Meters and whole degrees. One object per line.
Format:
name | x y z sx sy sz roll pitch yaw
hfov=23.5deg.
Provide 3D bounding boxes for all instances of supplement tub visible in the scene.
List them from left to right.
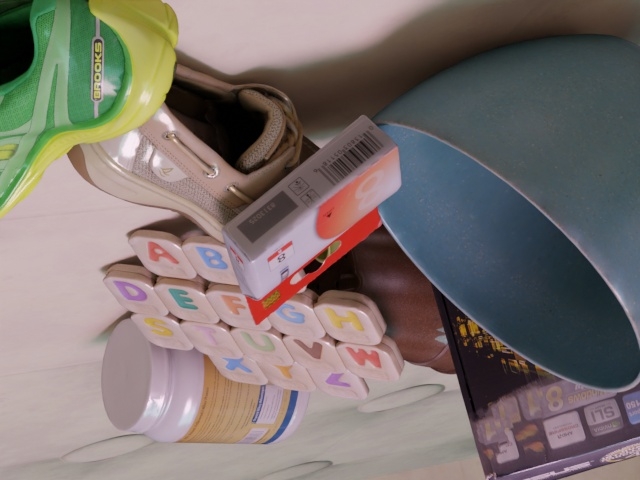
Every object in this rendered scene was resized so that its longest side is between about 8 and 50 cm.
supplement tub | -0.126 0.152 1.703 0.200 0.144 0.144 6 154 -34

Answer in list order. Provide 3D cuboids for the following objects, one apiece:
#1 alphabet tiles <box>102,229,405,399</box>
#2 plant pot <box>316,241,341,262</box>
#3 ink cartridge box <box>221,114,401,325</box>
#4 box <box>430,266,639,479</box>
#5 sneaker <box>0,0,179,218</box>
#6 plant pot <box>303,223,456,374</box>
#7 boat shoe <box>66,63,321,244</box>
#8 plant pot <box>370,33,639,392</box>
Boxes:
alphabet tiles | -0.065 0.081 1.494 0.284 0.021 0.278 7 148 23
plant pot | 0.022 -0.032 1.400 0.079 0.083 0.083 -23 166 -17
ink cartridge box | 0.000 0.000 1.205 0.145 0.045 0.179 -39 153 -13
box | 0.297 0.019 1.370 0.395 0.318 0.097 -17 159 10
sneaker | -0.211 -0.095 0.988 0.123 0.109 0.295 28 141 -33
plant pot | 0.070 0.052 1.570 0.165 0.167 0.167 4 155 -32
boat shoe | -0.060 -0.066 1.166 0.098 0.109 0.302 -24 155 30
plant pot | 0.197 -0.049 1.224 0.195 0.290 0.290 -46 170 -17
